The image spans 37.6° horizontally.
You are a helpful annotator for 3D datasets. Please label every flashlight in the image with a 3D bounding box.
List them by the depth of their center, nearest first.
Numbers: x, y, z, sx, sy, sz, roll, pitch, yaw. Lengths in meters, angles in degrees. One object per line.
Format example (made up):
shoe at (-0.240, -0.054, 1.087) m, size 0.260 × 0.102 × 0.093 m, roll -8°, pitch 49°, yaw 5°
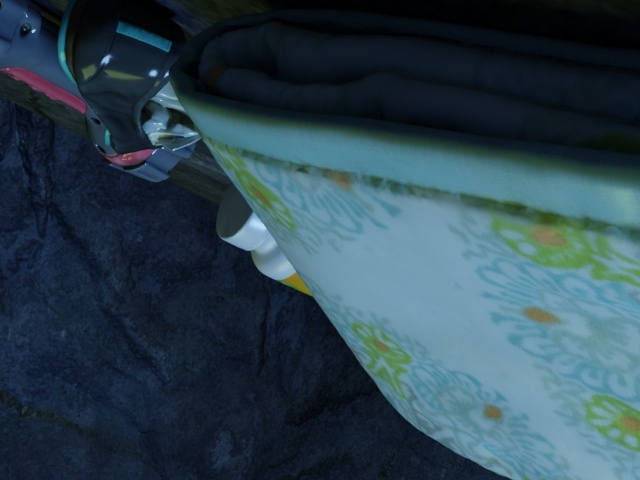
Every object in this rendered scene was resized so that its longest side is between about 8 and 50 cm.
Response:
flashlight at (-0.244, -0.148, 0.877) m, size 0.103 × 0.103 × 0.304 m, roll 25°, pitch 179°, yaw 36°

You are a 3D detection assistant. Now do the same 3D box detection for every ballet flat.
ballet flat at (-0.133, -0.114, 0.736) m, size 0.096 × 0.095 × 0.280 m, roll 12°, pitch 177°, yaw -4°

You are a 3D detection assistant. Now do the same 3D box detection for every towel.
towel at (0.116, 0.044, 0.466) m, size 0.374 × 0.090 × 0.320 m, roll 22°, pitch 151°, yaw 43°

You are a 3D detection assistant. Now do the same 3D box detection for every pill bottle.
pill bottle at (0.000, 0.000, 1.166) m, size 0.246 × 0.136 × 0.136 m, roll 26°, pitch 176°, yaw -29°
